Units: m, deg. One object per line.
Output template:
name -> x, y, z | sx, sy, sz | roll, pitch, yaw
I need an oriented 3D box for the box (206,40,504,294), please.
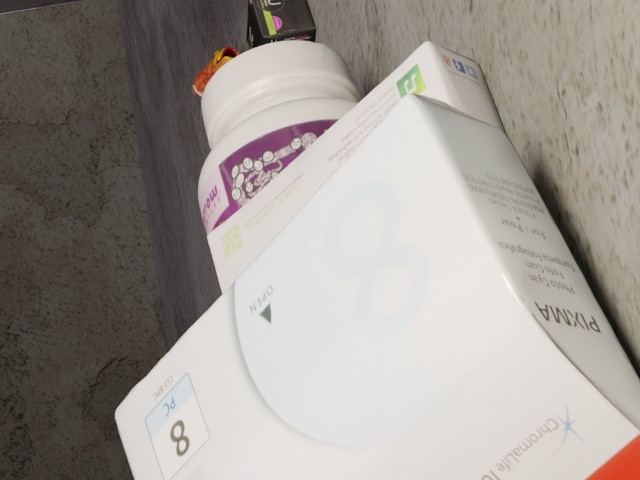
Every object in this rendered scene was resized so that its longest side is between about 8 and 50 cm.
box -> 0.050, 0.069, 1.101 | 0.232, 0.058, 0.322 | -40, 51, 33

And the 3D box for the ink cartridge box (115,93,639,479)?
ink cartridge box -> 0.046, 0.161, 0.968 | 0.308, 0.091, 0.385 | -46, 48, 29

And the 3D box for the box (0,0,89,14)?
box -> -0.222, -0.396, 1.800 | 0.073, 0.295, 0.293 | -121, 24, -69

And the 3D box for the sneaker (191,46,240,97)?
sneaker -> -0.110, -0.195, 2.099 | 0.175, 0.064, 0.067 | -159, 79, -72

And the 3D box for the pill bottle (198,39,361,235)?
pill bottle -> 0.000, 0.000, 1.341 | 0.169, 0.169, 0.301 | 95, 161, -56

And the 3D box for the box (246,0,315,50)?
box -> -0.039, -0.195, 1.681 | 0.083, 0.052, 0.062 | 98, 158, -58
